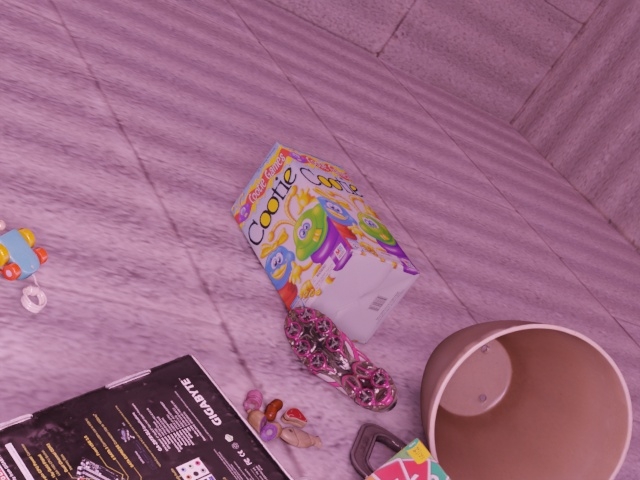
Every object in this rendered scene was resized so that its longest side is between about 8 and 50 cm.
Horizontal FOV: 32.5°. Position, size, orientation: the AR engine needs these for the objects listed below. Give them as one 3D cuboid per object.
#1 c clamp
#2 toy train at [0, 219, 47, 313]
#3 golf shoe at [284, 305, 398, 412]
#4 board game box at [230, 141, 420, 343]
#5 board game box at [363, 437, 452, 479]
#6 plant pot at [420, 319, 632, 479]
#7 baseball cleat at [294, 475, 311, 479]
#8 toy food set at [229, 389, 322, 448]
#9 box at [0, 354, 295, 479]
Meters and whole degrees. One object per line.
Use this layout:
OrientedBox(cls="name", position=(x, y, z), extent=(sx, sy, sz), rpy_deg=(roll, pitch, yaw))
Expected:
OrientedBox(cls="c clamp", position=(0.100, 0.280, 1.358), extent=(0.137, 0.022, 0.161), rpy_deg=(39, 20, 6))
OrientedBox(cls="toy train", position=(-0.367, 0.019, 1.153), extent=(0.166, 0.046, 0.125), rpy_deg=(31, 41, -37))
OrientedBox(cls="golf shoe", position=(0.024, 0.162, 1.452), extent=(0.186, 0.067, 0.086), rpy_deg=(43, -6, 18))
OrientedBox(cls="board game box", position=(0.000, 0.000, 1.634), extent=(0.142, 0.144, 0.275), rpy_deg=(18, 26, -39))
OrientedBox(cls="board game box", position=(0.132, 0.341, 1.132), extent=(0.259, 0.124, 0.039), rpy_deg=(50, -4, 29))
OrientedBox(cls="plant pot", position=(0.237, 0.210, 1.457), extent=(0.256, 0.256, 0.274), rpy_deg=(32, 1, -11))
OrientedBox(cls="baseball cleat", position=(-0.020, 0.301, 1.079), extent=(0.109, 0.072, 0.206), rpy_deg=(24, 15, 9))
OrientedBox(cls="toy food set", position=(-0.053, 0.204, 1.279), extent=(0.122, 0.019, 0.078), rpy_deg=(16, 28, -43))
OrientedBox(cls="box", position=(-0.122, 0.257, 0.857), extent=(0.257, 0.079, 0.322), rpy_deg=(-20, 55, -40))
